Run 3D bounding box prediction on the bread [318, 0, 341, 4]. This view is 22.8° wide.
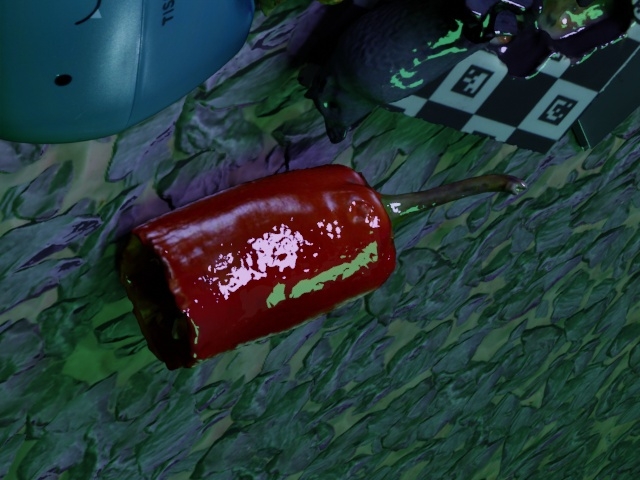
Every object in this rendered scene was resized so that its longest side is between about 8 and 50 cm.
[{"bbox_3d":[0.033,-0.245,1.190,0.052,0.044,0.157,-13,141,-53],"label":"bread"}]

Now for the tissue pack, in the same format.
[{"bbox_3d":[-0.152,-0.195,0.863,0.206,0.198,0.287,-26,150,-28],"label":"tissue pack"}]

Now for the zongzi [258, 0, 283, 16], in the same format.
[{"bbox_3d":[-0.019,-0.208,1.190,0.076,0.040,0.083,-45,164,-7],"label":"zongzi"}]

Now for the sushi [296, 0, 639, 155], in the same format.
[{"bbox_3d":[0.186,-0.251,1.349,0.343,0.064,0.359,12,127,-44],"label":"sushi"}]

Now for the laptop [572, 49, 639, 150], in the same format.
[{"bbox_3d":[0.308,-0.171,1.673,0.129,0.016,0.180,-42,153,0],"label":"laptop"}]

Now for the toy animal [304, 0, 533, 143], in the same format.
[{"bbox_3d":[0.076,-0.164,1.255,0.117,0.121,0.210,1,148,-43],"label":"toy animal"}]

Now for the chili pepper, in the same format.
[{"bbox_3d":[-0.003,-0.002,1.381,0.338,0.134,0.131,-23,157,-23],"label":"chili pepper"}]
